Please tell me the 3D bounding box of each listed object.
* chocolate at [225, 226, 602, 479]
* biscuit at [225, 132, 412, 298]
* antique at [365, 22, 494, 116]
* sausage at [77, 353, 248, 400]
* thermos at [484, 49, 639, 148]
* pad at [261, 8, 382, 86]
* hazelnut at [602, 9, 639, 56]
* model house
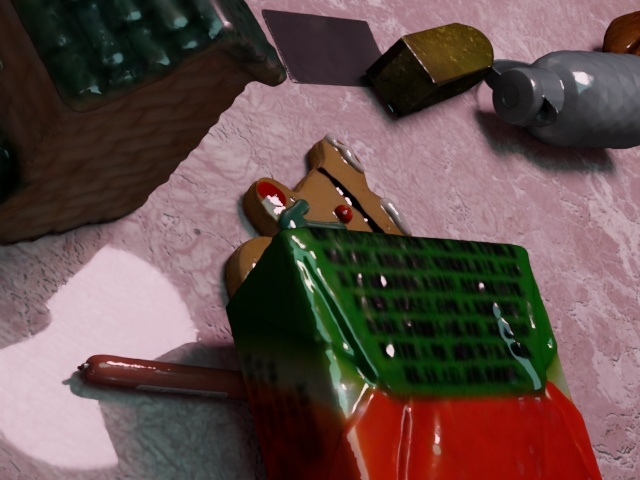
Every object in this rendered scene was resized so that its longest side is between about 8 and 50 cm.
[{"bbox_3d":[0.094,0.171,1.216,0.360,0.161,0.341,4,63,-43],"label":"chocolate"},{"bbox_3d":[0.000,0.000,1.379,0.197,0.049,0.301,47,42,1],"label":"biscuit"},{"bbox_3d":[0.163,-0.241,1.671,0.221,0.080,0.081,-27,82,-51],"label":"antique"},{"bbox_3d":[-0.131,0.133,1.173,0.223,0.029,0.029,12,53,-36],"label":"sausage"},{"bbox_3d":[0.358,-0.215,1.791,0.286,0.145,0.182,-2,31,-41],"label":"thermos"},{"bbox_3d":[0.014,-0.250,1.612,0.193,0.004,0.116,-3,62,-42],"label":"pad"},{"bbox_3d":[0.545,-0.288,1.992,0.178,0.178,0.204,14,21,-34],"label":"hazelnut"},{"bbox_3d":[-0.264,-0.278,1.093,0.395,0.400,0.445,-11,68,-48],"label":"model house"}]
